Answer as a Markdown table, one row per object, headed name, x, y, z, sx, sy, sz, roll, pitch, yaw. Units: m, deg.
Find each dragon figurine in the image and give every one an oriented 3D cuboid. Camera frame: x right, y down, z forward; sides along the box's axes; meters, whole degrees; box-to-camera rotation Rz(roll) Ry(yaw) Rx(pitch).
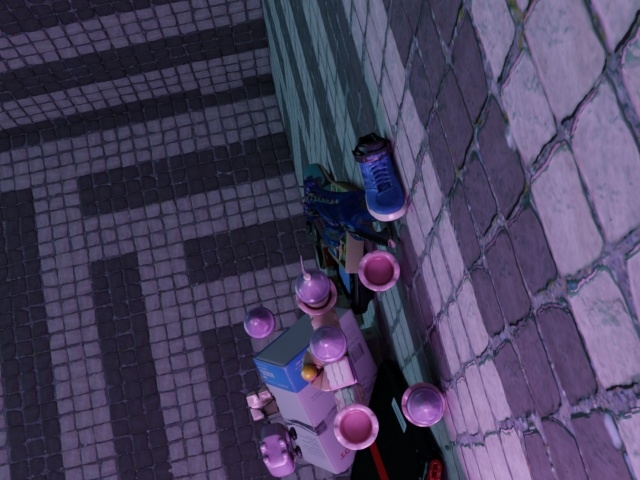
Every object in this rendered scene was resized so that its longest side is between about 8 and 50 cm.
| name | x | y | z | sx | sy | sz | roll | pitch | yaw |
| --- | --- | --- | --- | --- | --- | --- | --- | --- | --- |
| dragon figurine | 0.042 | -0.031 | 1.234 | 0.289 | 0.144 | 0.085 | -108 | 6 | -57 |

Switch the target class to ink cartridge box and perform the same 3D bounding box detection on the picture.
| name | x | y | z | sx | sy | sz | roll | pitch | yaw |
| --- | --- | --- | --- | --- | --- | --- | --- | --- | --- |
| ink cartridge box | 0.017 | 0.337 | 1.647 | 0.129 | 0.223 | 0.307 | 2 | 122 | 50 |

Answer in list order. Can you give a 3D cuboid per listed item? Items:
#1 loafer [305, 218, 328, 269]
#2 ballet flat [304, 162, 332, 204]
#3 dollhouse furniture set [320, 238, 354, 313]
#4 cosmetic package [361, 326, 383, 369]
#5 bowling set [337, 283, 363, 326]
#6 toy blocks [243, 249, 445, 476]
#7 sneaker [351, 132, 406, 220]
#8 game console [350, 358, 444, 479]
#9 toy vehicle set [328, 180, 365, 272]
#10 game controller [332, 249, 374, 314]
| name | x | y | z | sx | sy | sz | roll | pitch | yaw |
| --- | --- | --- | --- | --- | --- | --- | --- | --- | --- |
| loafer | 0.000 | 0.000 | 2.045 | 0.267 | 0.084 | 0.096 | 61 | -173 | -47 |
| ballet flat | 0.016 | -0.124 | 1.952 | 0.248 | 0.086 | 0.086 | -105 | 4 | -51 |
| dollhouse furniture set | 0.032 | 0.102 | 1.955 | 0.129 | 0.128 | 0.184 | -110 | 9 | -64 |
| cosmetic package | 0.129 | 0.280 | 1.785 | 0.060 | 0.041 | 0.115 | -114 | 12 | -70 |
| bowling set | 0.045 | 0.261 | 2.116 | 0.200 | 0.154 | 0.287 | 87 | 170 | -68 |
| toy blocks | 0.009 | 0.186 | 1.092 | 0.260 | 0.308 | 0.289 | 65 | -173 | -78 |
| sneaker | 0.083 | -0.099 | 1.040 | 0.152 | 0.058 | 0.085 | -97 | -11 | -52 |
| game console | 0.145 | 0.469 | 1.422 | 0.386 | 0.060 | 0.342 | -115 | 37 | -70 |
| toy vehicle set | 0.054 | -0.036 | 1.546 | 0.267 | 0.035 | 0.166 | -128 | 40 | -79 |
| game controller | 0.069 | 0.057 | 1.734 | 0.319 | 0.067 | 0.167 | -118 | 15 | -74 |
